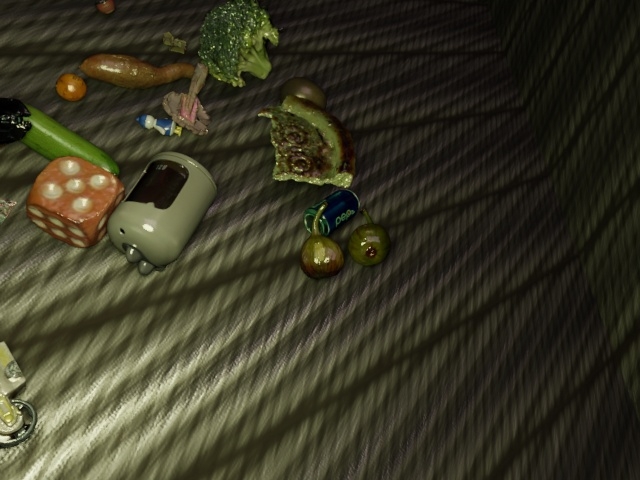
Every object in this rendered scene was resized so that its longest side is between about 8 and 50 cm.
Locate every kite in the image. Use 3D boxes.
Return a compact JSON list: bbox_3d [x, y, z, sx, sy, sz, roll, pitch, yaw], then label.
[{"bbox_3d":[-0.850,-0.072,1.104,0.157,0.011,0.139,-31,78,-39],"label":"kite"}]

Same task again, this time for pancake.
[{"bbox_3d":[-0.042,-0.355,1.508,0.305,0.066,0.426,-8,63,-13],"label":"pancake"}]

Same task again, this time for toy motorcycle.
[{"bbox_3d":[-0.739,0.294,0.890,0.223,0.107,0.340,-23,69,-45],"label":"toy motorcycle"}]

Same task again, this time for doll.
[{"bbox_3d":[-0.523,-0.375,1.424,0.143,0.057,0.098,11,37,-22],"label":"doll"}]

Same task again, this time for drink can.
[{"bbox_3d":[0.041,-0.097,1.535,0.205,0.118,0.118,-35,83,-37],"label":"drink can"}]

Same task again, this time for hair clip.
[{"bbox_3d":[-0.441,-0.486,1.508,0.173,0.069,0.300,26,53,-31],"label":"hair clip"}]

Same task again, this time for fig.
[{"bbox_3d":[0.000,0.000,1.405,0.149,0.149,0.245,-7,92,-31],"label":"fig"},{"bbox_3d":[0.173,-0.013,1.583,0.152,0.151,0.259,28,26,-12],"label":"fig"}]

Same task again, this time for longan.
[{"bbox_3d":[-0.071,-0.545,1.702,0.189,0.189,0.189,13,58,-22],"label":"longan"}]

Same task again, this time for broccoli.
[{"bbox_3d":[-0.279,-0.725,1.642,0.281,0.294,0.347,30,54,-60],"label":"broccoli"}]

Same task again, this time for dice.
[{"bbox_3d":[-0.629,-0.095,1.138,0.175,0.174,0.179,26,58,-15],"label":"dice"}]

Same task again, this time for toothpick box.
[{"bbox_3d":[-0.437,-0.061,1.210,0.229,0.229,0.316,28,55,-12],"label":"toothpick box"}]

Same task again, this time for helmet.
[{"bbox_3d":[-0.760,-0.833,1.560,0.065,0.049,0.084,-26,46,-2],"label":"helmet"}]

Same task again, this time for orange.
[{"bbox_3d":[-0.755,-0.463,1.333,0.084,0.083,0.083,13,58,-22],"label":"orange"}]

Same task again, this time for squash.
[{"bbox_3d":[-0.732,-0.272,1.218,0.395,0.107,0.107,31,53,-4],"label":"squash"}]

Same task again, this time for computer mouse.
[{"bbox_3d":[-0.864,-0.304,1.128,0.242,0.077,0.146,-5,97,3],"label":"computer mouse"}]

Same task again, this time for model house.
[{"bbox_3d":[-0.539,-0.736,1.622,0.083,0.057,0.058,5,66,-24],"label":"model house"}]

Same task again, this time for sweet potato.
[{"bbox_3d":[-0.590,-0.560,1.468,0.386,0.109,0.109,-12,70,-39],"label":"sweet potato"}]
